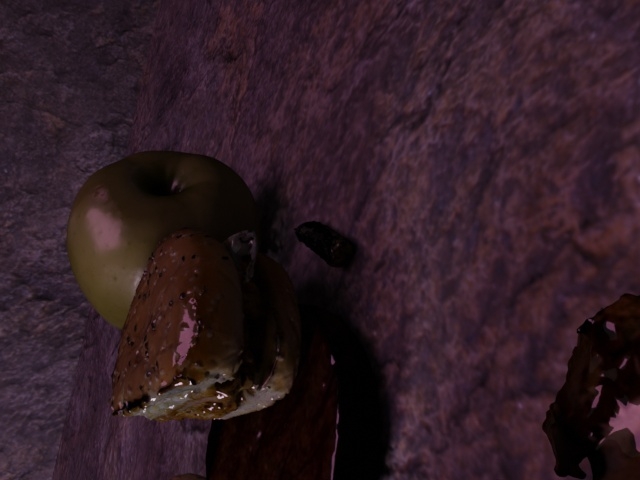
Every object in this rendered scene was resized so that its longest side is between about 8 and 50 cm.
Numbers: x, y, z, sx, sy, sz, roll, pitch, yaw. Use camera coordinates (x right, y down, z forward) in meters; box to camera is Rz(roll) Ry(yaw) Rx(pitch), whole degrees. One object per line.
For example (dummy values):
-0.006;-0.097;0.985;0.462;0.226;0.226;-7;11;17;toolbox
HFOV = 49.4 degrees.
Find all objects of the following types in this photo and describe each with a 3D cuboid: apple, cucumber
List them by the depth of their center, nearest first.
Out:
0.000;0.000;1.080;0.181;0.053;0.053;32;105;62;cucumber
-0.282;0.015;1.279;0.357;0.357;0.357;-36;47;51;apple

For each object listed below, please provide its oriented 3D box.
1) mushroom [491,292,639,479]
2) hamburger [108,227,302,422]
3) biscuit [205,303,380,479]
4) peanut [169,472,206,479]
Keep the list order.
0.188;0.272;0.437;0.334;0.356;0.331;45;138;32;mushroom
-0.169;0.126;1.014;0.318;0.195;0.276;-35;46;46;hamburger
-0.048;0.292;0.991;0.407;0.091;0.407;-40;41;47;biscuit
-0.232;0.516;1.186;0.129;0.129;0.224;-20;67;58;peanut
